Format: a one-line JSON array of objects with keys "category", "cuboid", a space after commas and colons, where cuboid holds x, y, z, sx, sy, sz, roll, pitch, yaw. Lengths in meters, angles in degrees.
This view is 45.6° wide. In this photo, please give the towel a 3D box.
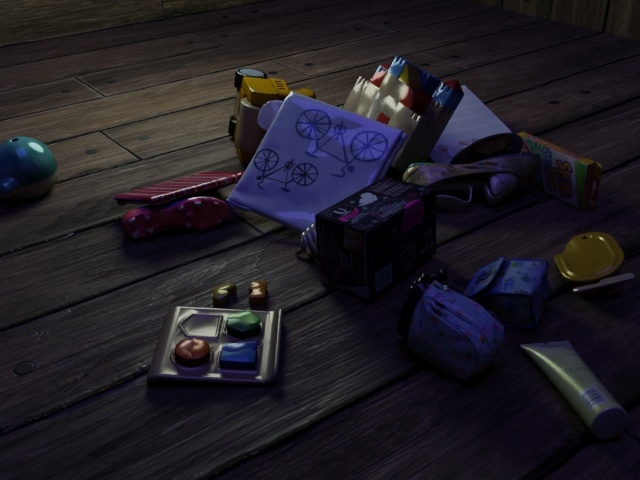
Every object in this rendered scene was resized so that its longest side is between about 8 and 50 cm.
[{"category": "towel", "cuboid": [-0.338, -0.126, 1.859, 0.275, 0.031, 0.199, -20, 16, -39]}]

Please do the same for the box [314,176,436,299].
[{"category": "box", "cuboid": [0.119, -0.010, 1.590, 0.142, 0.163, 0.247, 19, 35, 37]}]

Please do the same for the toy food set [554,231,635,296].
[{"category": "toy food set", "cuboid": [0.560, 0.066, 1.555, 0.128, 0.071, 0.218, -20, 25, 14]}]

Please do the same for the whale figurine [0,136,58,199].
[{"category": "whale figurine", "cuboid": [-0.812, -0.182, 1.931, 0.272, 0.141, 0.216, -13, 32, -19]}]

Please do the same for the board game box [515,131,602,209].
[{"category": "board game box", "cuboid": [0.585, -0.173, 1.902, 0.039, 0.124, 0.259, -21, 35, -29]}]

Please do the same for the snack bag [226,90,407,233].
[{"category": "snack bag", "cuboid": [-0.010, -0.167, 1.791, 0.323, 0.037, 0.342, 23, 74, 20]}]

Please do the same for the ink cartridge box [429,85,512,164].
[{"category": "ink cartridge box", "cuboid": [0.383, -0.291, 2.192, 0.308, 0.091, 0.385, -14, 49, -22]}]

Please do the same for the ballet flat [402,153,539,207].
[{"category": "ballet flat", "cuboid": [0.378, -0.136, 1.874, 0.348, 0.123, 0.123, -4, 30, -7]}]

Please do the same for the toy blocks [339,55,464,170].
[{"category": "toy blocks", "cuboid": [0.208, -0.359, 2.021, 0.190, 0.261, 0.381, 13, 22, -42]}]

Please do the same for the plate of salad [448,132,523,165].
[{"category": "plate of salad", "cuboid": [0.422, -0.206, 1.929, 0.200, 0.200, 0.048, -10, 65, -16]}]

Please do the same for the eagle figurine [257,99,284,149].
[{"category": "eagle figurine", "cuboid": [-0.048, -0.205, 1.916, 0.225, 0.226, 0.298, 11, 20, -21]}]

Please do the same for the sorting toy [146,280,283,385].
[{"category": "sorting toy", "cuboid": [-0.186, 0.157, 1.424, 0.229, 0.041, 0.307, 0, 30, 0]}]

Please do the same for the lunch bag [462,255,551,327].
[{"category": "lunch bag", "cuboid": [0.356, 0.096, 1.478, 0.151, 0.096, 0.129, 1, 29, 32]}]

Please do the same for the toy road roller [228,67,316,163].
[{"category": "toy road roller", "cuboid": [-0.126, -0.357, 2.175, 0.240, 0.202, 0.329, 4, 27, -14]}]

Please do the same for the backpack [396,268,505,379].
[{"category": "backpack", "cuboid": [0.227, 0.158, 1.334, 0.182, 0.152, 0.115, 32, 47, 26]}]

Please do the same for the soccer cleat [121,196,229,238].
[{"category": "soccer cleat", "cuboid": [-0.339, -0.063, 1.780, 0.248, 0.083, 0.095, -13, 27, -15]}]

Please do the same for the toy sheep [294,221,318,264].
[{"category": "toy sheep", "cuboid": [0.000, 0.000, 1.655, 0.132, 0.091, 0.091, -25, 27, 14]}]

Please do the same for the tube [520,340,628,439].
[{"category": "tube", "cuboid": [0.425, 0.234, 1.271, 0.070, 0.062, 0.240, 37, 13, -24]}]
